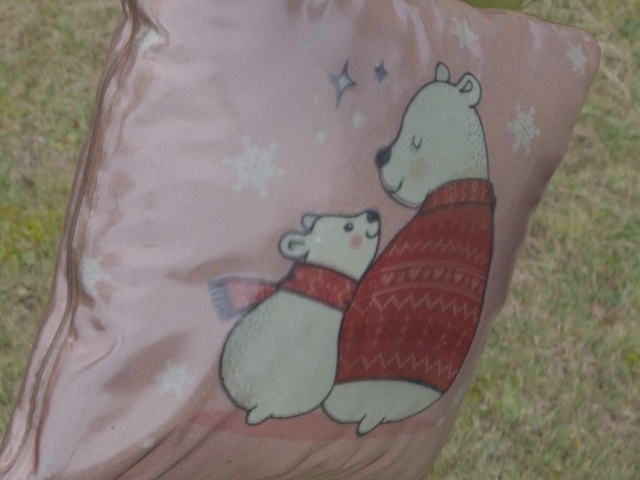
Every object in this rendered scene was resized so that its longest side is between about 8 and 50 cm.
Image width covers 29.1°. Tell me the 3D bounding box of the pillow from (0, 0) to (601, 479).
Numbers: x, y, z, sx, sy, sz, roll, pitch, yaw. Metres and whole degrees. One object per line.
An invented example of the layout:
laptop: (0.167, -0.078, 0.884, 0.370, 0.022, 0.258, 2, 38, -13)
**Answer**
pillow: (0.000, 0.000, 0.468, 0.084, 0.236, 0.223, 26, 102, 47)

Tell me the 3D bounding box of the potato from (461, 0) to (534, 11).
potato: (0.144, -0.310, 0.989, 0.307, 0.173, 0.210, -43, 89, 2)
